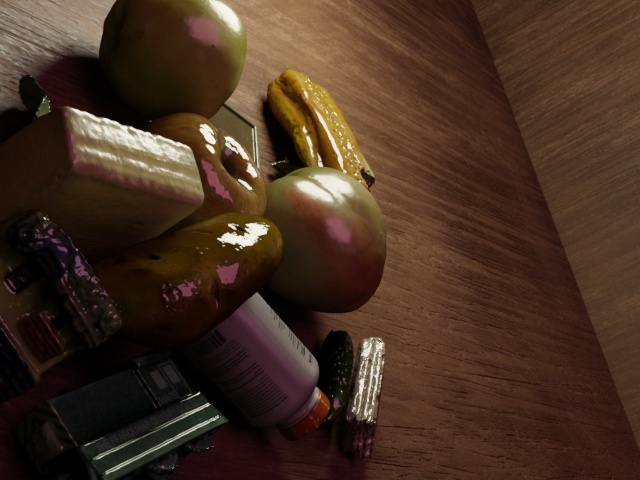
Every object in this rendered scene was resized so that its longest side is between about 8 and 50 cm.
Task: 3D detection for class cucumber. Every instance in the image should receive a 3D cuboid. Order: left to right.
[{"bbox_3d":[0.024,0.256,2.154,0.069,0.069,0.227,44,34,-28],"label":"cucumber"}]

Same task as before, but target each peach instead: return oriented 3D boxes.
[{"bbox_3d":[-0.001,0.000,2.151,0.292,0.247,0.292,38,20,-17],"label":"peach"}]

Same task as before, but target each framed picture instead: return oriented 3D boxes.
[{"bbox_3d":[-0.189,-0.168,2.242,0.211,0.020,0.290,34,38,-41],"label":"framed picture"}]

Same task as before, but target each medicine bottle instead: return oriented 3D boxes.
[{"bbox_3d":[-0.107,0.200,1.888,0.289,0.157,0.157,51,29,-20],"label":"medicine bottle"}]

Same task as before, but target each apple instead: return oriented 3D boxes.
[{"bbox_3d":[-0.263,-0.326,2.019,0.262,0.262,0.262,40,34,-34],"label":"apple"},{"bbox_3d":[-0.213,-0.090,1.943,0.261,0.194,0.261,43,29,-31],"label":"apple"}]

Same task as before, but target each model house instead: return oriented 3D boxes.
[{"bbox_3d":[-0.402,0.092,1.475,0.211,0.170,0.194,-37,107,-23],"label":"model house"}]

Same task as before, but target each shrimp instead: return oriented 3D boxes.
[{"bbox_3d":[-0.029,-0.103,2.427,0.223,0.047,0.126,31,50,-45],"label":"shrimp"}]

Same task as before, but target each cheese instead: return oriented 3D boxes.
[{"bbox_3d":[-0.342,-0.069,1.654,0.265,0.242,0.124,14,56,-54],"label":"cheese"}]

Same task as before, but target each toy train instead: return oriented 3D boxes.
[{"bbox_3d":[-0.280,0.267,1.579,0.178,0.138,0.330,56,29,11],"label":"toy train"}]

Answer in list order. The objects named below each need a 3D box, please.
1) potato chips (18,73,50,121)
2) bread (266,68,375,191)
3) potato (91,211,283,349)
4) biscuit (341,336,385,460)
[{"bbox_3d":[-0.415,-0.172,1.745,0.228,0.059,0.167,-120,-173,-57],"label":"potato chips"},{"bbox_3d":[0.010,-0.200,2.430,0.185,0.109,0.380,31,24,-47],"label":"bread"},{"bbox_3d":[-0.189,0.053,1.707,0.369,0.195,0.176,-29,81,-48],"label":"potato"},{"bbox_3d":[0.084,0.295,2.173,0.239,0.061,0.108,-78,173,-52],"label":"biscuit"}]
